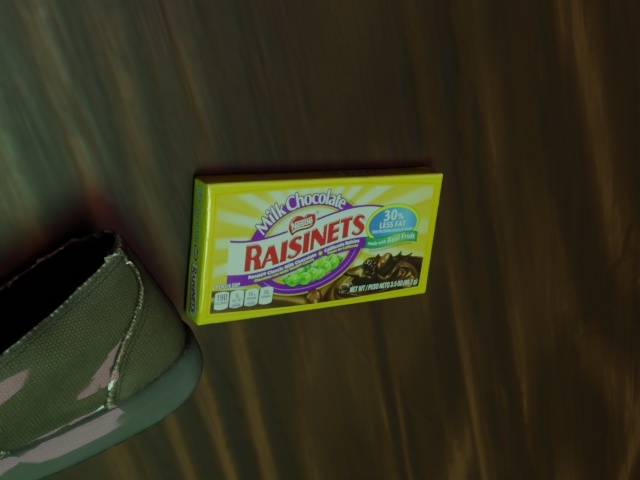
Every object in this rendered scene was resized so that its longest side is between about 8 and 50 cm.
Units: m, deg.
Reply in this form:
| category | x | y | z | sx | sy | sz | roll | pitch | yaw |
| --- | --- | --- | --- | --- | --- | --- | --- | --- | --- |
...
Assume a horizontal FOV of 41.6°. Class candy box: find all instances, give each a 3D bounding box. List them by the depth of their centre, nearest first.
| category | x | y | z | sx | sy | sz | roll | pitch | yaw |
| --- | --- | --- | --- | --- | --- | --- | --- | --- | --- |
| candy box | 0.000 | 0.000 | 0.632 | 0.206 | 0.027 | 0.105 | -6 | 110 | -32 |

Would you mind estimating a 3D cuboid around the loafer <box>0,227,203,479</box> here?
| category | x | y | z | sx | sy | sz | roll | pitch | yaw |
| --- | --- | --- | --- | --- | --- | --- | --- | --- | --- |
| loafer | -0.243 | 0.092 | 0.458 | 0.366 | 0.134 | 0.130 | -28 | 119 | -33 |
